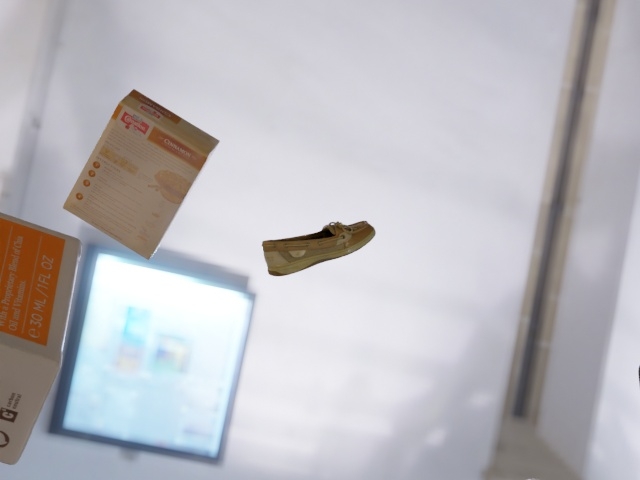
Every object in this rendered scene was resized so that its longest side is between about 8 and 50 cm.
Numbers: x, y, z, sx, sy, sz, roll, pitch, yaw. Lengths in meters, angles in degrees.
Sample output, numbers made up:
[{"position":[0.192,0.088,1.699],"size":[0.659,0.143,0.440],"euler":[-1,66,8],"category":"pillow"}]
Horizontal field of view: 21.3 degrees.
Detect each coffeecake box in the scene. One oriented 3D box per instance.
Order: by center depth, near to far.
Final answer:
[{"position":[-0.247,-0.091,2.345],"size":[0.142,0.185,0.068],"euler":[32,24,-2],"category":"coffeecake box"}]

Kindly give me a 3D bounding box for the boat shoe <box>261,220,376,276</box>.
[{"position":[-0.001,0.000,2.144],"size":[0.153,0.048,0.056],"euler":[-20,14,-17],"category":"boat shoe"}]

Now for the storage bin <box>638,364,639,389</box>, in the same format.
[{"position":[0.433,0.175,1.921],"size":[0.091,0.098,0.135],"euler":[-16,19,-17],"category":"storage bin"}]

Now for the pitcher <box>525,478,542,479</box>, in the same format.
[{"position":[0.216,0.366,1.760],"size":[0.177,0.207,0.125],"euler":[28,-23,23],"category":"pitcher"}]

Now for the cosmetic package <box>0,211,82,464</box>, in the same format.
[{"position":[-0.498,0.047,1.796],"size":[0.453,0.161,0.230],"euler":[19,33,-15],"category":"cosmetic package"}]
